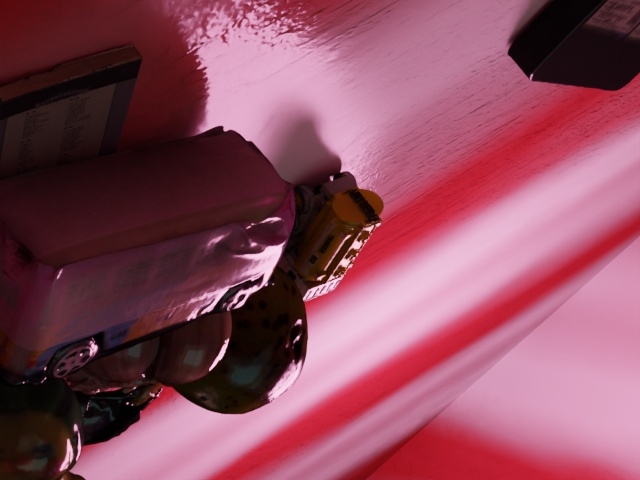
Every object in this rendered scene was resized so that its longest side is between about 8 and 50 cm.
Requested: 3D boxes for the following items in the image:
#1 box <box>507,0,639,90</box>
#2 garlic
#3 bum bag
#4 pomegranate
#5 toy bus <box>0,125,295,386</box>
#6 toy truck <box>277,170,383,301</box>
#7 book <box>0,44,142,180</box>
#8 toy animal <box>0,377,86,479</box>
[{"bbox_3d":[0.416,-0.305,1.725,0.211,0.058,0.350,-47,157,27],"label":"box"},{"bbox_3d":[-0.225,0.087,1.402,0.214,0.191,0.160,-2,-176,34],"label":"garlic"},{"bbox_3d":[-0.372,0.252,1.735,0.310,0.074,0.137,-3,143,-32],"label":"bum bag"},{"bbox_3d":[-0.157,0.131,1.629,0.286,0.231,0.231,-15,161,5],"label":"pomegranate"},{"bbox_3d":[-0.185,0.001,1.266,0.386,0.171,0.162,-19,152,-45],"label":"toy bus"},{"bbox_3d":[0.000,0.000,1.686,0.098,0.114,0.227,-20,156,-35],"label":"toy truck"},{"bbox_3d":[-0.265,-0.092,1.196,0.157,0.026,0.231,-25,159,-32],"label":"book"},{"bbox_3d":[-0.405,0.303,1.567,0.216,0.191,0.338,-3,114,-23],"label":"toy animal"}]
